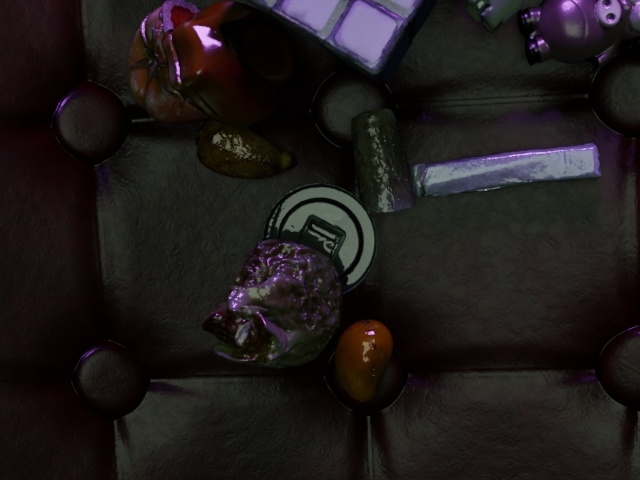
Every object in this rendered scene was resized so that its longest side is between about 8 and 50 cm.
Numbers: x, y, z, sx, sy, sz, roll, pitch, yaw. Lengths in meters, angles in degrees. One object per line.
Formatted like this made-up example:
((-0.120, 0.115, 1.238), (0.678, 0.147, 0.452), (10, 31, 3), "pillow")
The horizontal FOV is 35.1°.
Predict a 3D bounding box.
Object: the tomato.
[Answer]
((-0.268, -0.300, 1.802), (0.155, 0.181, 0.214), (-21, 74, 37), "tomato")

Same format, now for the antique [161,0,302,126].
((-0.139, -0.303, 1.739), (0.129, 0.278, 0.223), (-20, 72, 35), "antique")

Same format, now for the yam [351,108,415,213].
((0.109, -0.140, 1.810), (0.107, 0.107, 0.183), (-10, 92, 8), "yam")

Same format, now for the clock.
((0.000, 0.000, 1.871), (0.215, 0.042, 0.215), (1, 97, 6), "clock")

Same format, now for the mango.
((0.075, 0.223, 1.866), (0.105, 0.084, 0.159), (14, 98, 11), "mango")

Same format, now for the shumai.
((-0.084, 0.138, 1.780), (0.189, 0.218, 0.255), (15, 120, 23), "shumai")

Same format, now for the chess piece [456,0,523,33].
((0.356, -0.493, 1.688), (0.194, 0.194, 0.299), (45, 97, 0), "chess piece")

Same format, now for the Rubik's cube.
((0.053, -0.463, 1.680), (0.304, 0.301, 0.305), (31, 100, 2), "Rubik's cube")

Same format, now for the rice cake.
((0.328, -0.124, 1.806), (0.336, 0.063, 0.066), (-6, 93, 7), "rice cake")

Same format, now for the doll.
((0.472, -0.385, 1.732), (0.257, 0.117, 0.182), (-14, 89, 11), "doll")

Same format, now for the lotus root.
((-0.138, -0.161, 1.847), (0.191, 0.094, 0.108), (21, 133, -1), "lotus root")
